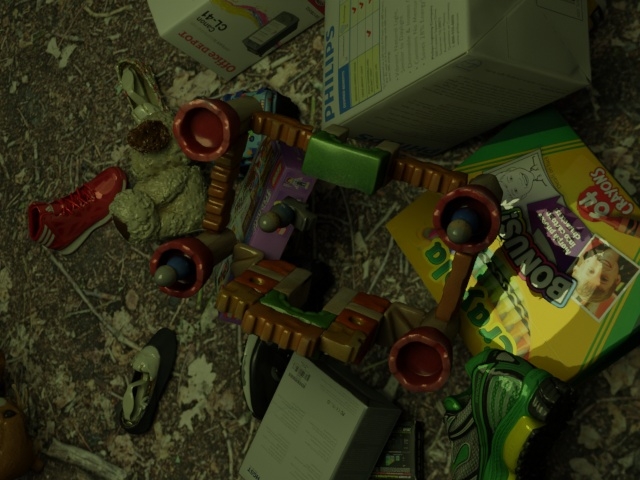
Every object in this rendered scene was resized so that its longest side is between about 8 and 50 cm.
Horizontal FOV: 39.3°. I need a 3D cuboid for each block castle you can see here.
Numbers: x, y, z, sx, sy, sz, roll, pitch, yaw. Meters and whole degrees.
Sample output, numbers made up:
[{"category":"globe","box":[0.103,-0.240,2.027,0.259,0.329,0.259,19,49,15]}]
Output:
[{"category":"block castle","box":[0.000,0.000,1.229,0.454,0.213,0.302,20,113,13]}]

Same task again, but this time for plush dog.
[{"category":"plush dog","box":[-0.277,-0.123,1.627,0.211,0.262,0.225,-9,96,-5]}]

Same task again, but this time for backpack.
[{"category":"backpack","box":[-0.141,-0.192,1.626,0.173,0.117,0.158,0,77,31]}]

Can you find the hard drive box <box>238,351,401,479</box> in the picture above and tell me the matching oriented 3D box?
[{"category":"hard drive box","box":[-0.006,0.317,1.403,0.181,0.089,0.232,34,101,43]}]

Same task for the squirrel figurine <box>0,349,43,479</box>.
[{"category":"squirrel figurine","box":[-0.718,0.374,1.742,0.370,0.281,0.396,36,109,20]}]

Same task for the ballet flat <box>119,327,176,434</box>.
[{"category":"ballet flat","box":[-0.319,0.255,1.633,0.074,0.074,0.203,14,84,30]}]

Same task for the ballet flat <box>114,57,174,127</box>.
[{"category":"ballet flat","box":[-0.351,-0.268,1.778,0.091,0.077,0.241,-37,64,14]}]

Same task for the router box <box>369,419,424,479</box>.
[{"category":"router box","box":[0.101,0.329,1.408,0.123,0.038,0.092,-5,74,27]}]

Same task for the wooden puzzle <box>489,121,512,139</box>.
[{"category":"wooden puzzle","box":[0.290,-0.200,1.461,0.049,0.006,0.083,7,81,29]}]

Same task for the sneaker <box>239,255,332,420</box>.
[{"category":"sneaker","box":[-0.050,0.163,1.497,0.124,0.107,0.283,3,78,23]}]

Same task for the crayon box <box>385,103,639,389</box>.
[{"category":"crayon box","box":[0.323,0.026,1.328,0.313,0.106,0.362,-39,63,14]}]

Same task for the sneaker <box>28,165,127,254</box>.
[{"category":"sneaker","box":[-0.486,-0.066,1.768,0.087,0.128,0.221,44,101,28]}]

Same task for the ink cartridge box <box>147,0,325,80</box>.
[{"category":"ink cartridge box","box":[-0.126,-0.452,1.620,0.306,0.226,0.131,-31,64,19]}]

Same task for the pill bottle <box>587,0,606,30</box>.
[{"category":"pill bottle","box":[0.378,-0.356,1.398,0.103,0.103,0.184,41,98,30]}]

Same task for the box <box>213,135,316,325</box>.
[{"category":"box","box":[-0.101,-0.032,1.483,0.201,0.057,0.293,-107,38,-58]}]

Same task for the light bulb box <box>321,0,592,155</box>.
[{"category":"light bulb box","box":[0.187,-0.354,1.346,0.361,0.225,0.357,-20,65,58]}]

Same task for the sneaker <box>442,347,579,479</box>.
[{"category":"sneaker","box":[0.234,0.280,1.235,0.146,0.134,0.343,39,134,31]}]
